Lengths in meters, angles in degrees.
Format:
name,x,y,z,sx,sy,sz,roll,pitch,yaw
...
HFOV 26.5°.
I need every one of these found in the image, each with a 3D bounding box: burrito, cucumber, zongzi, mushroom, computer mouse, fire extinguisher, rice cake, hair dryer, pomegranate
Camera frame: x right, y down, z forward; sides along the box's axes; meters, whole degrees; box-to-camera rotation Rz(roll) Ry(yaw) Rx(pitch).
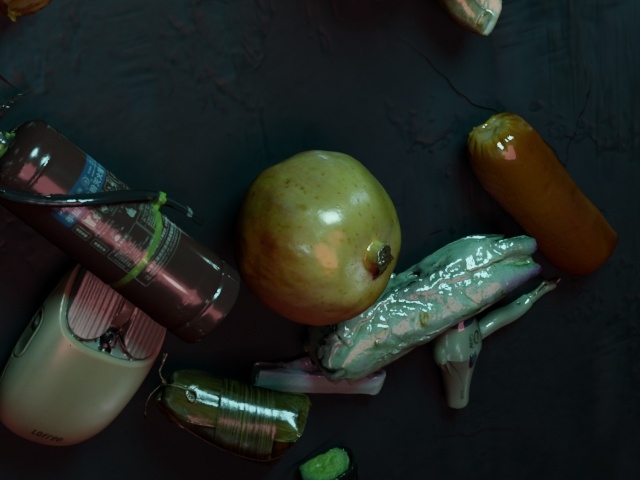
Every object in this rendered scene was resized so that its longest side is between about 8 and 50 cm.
name,x,y,z,sx,sy,sz,roll,pitch,yaw
burrito,0.125,0.073,1.646,0.309,0.066,0.096,-28,86,-6
cucumber,0.029,0.371,1.786,0.078,0.062,0.211,-22,124,-14
zongzi,-0.120,0.220,1.638,0.187,0.084,0.184,17,153,-5
mushroom,0.167,-0.327,1.454,0.094,0.072,0.210,-1,114,-27
computer mouse,-0.261,0.128,1.500,0.145,0.082,0.236,28,104,-34
fire extinguisher,-0.228,-0.038,1.390,0.105,0.141,0.341,-23,126,42
rice cake,-0.001,0.166,1.675,0.180,0.030,0.042,5,120,-28
hair dryer,0.220,0.133,1.765,0.199,0.067,0.167,-18,134,-34
pomegranate,-0.001,-0.002,1.486,0.191,0.191,0.191,-12,121,-20

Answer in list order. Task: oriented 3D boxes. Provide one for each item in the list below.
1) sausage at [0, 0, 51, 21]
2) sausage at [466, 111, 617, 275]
name,x,y,z,sx,sy,sz,roll,pitch,yaw
sausage,-0.245,-0.360,1.224,0.102,0.102,0.330,9,112,-29
sausage,0.274,-0.047,1.656,0.089,0.083,0.300,-53,128,-7
